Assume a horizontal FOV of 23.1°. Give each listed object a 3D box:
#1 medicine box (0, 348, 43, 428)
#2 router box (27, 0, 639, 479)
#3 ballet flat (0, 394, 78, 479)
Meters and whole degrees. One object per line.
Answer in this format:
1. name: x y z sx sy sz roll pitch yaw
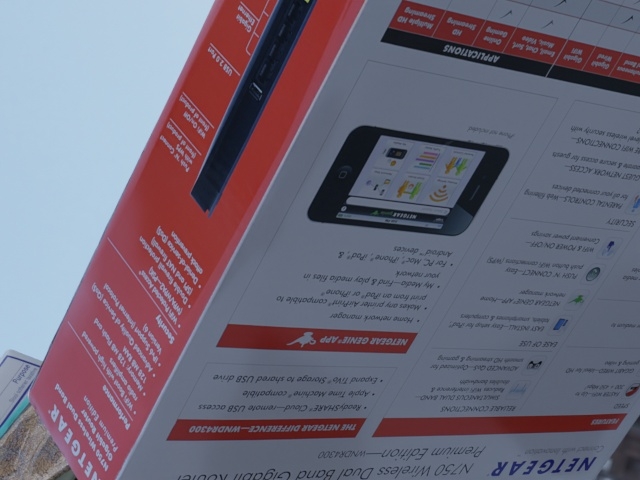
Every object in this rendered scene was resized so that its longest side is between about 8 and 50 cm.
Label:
1. medicine box: -0.254 0.284 1.570 0.263 0.289 0.149 -60 -14 -50
2. router box: 0.073 -0.014 0.726 0.335 0.082 0.301 6 -57 -42
3. ballet flat: -0.229 0.219 1.057 0.316 0.106 0.107 -48 -20 -3
